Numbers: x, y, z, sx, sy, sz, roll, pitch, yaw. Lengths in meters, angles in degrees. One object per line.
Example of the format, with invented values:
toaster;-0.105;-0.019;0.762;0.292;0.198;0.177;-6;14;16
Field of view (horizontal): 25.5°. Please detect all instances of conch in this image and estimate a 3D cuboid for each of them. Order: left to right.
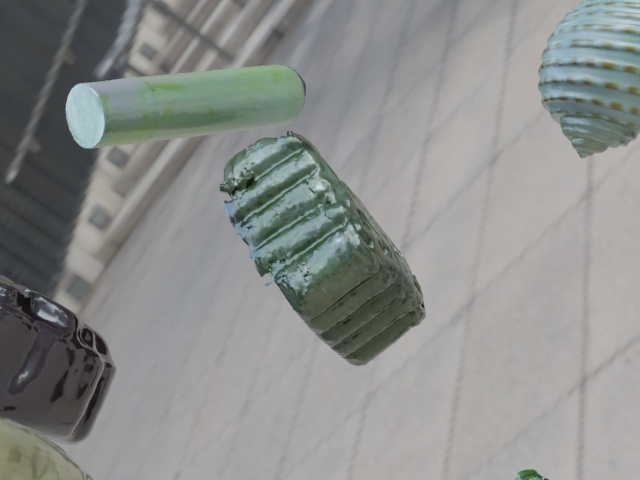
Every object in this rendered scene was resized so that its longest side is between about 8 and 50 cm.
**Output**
conch;0.236;-0.139;1.121;0.102;0.135;0.153;-20;-56;-41

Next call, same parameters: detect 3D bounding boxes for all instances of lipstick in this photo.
lipstick;-0.142;-0.152;1.588;0.304;0.076;0.076;-13;-23;-45

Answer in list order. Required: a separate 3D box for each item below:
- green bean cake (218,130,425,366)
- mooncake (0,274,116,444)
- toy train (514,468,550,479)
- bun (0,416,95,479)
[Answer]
green bean cake;0.000;0.000;1.524;0.125;0.222;0.227;-39;56;6
mooncake;-0.338;0.098;1.378;0.141;0.283;0.283;-69;14;-11
toy train;0.246;0.313;1.653;0.056;0.038;0.093;37;123;44
bun;-0.233;0.253;0.768;0.234;0.362;0.326;-2;54;28
